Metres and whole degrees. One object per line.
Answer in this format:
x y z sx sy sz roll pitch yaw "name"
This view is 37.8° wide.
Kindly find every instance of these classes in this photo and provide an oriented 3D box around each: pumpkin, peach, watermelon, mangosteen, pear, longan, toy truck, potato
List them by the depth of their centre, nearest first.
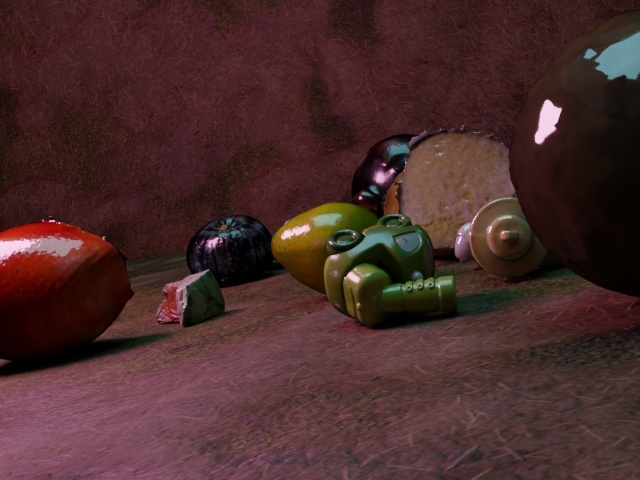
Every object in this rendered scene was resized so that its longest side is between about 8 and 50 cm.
0.438 -0.108 1.201 0.391 0.391 0.391 -12 5 1 "longan"
0.103 0.063 1.462 0.187 0.148 0.210 -11 30 -7 "toy truck"
0.017 0.018 1.812 0.220 0.187 0.187 -7 5 6 "pear"
-0.532 0.092 1.829 0.338 0.281 0.281 -21 5 -2 "peach"
-0.269 0.119 1.941 0.121 0.097 0.158 -14 1 -30 "watermelon"
0.289 -0.079 2.080 0.289 0.300 0.237 13 -17 13 "potato"
0.201 -0.119 2.348 0.314 0.296 0.297 -18 7 -27 "mangosteen"
-0.237 0.030 2.451 0.233 0.163 0.233 -12 16 4 "pumpkin"

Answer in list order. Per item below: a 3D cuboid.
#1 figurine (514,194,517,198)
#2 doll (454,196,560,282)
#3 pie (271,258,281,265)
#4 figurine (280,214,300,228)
0.511 -0.085 2.387 0.147 0.093 0.197 -34 2 28 "figurine"
0.312 0.006 1.667 0.208 0.143 0.271 10 -5 -34 "doll"
-0.067 0.026 2.655 0.303 0.066 0.302 -10 4 1 "pie"
0.000 0.000 2.344 0.222 0.145 0.145 -6 6 10 "figurine"
